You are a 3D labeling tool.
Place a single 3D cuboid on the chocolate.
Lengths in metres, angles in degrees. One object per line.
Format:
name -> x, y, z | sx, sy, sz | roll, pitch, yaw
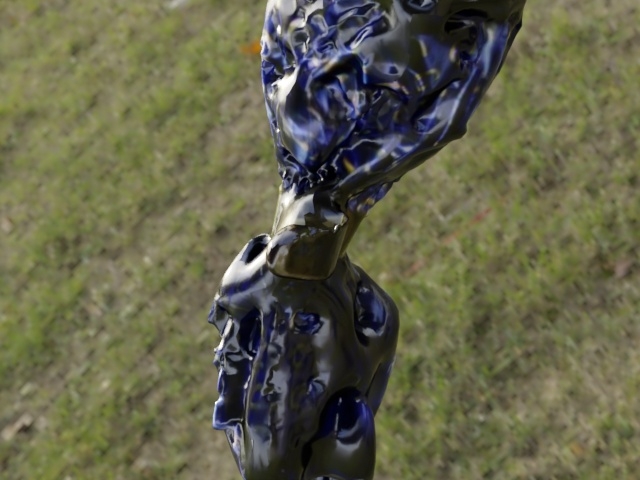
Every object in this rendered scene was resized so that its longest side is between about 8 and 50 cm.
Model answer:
chocolate -> 0.002, 0.005, 0.761 | 0.126, 0.343, 0.148 | 21, 22, 14
